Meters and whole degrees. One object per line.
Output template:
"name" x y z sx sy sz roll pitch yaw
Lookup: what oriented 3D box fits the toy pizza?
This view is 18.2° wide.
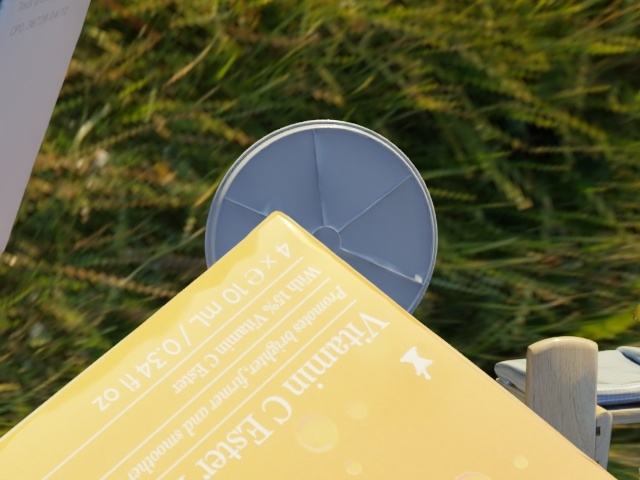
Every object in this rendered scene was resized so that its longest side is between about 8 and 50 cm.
"toy pizza" 0.000 0.000 1.666 0.201 0.032 0.201 -2 96 -16

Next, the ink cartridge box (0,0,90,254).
"ink cartridge box" -0.128 -0.176 0.604 0.176 0.069 0.371 32 118 14

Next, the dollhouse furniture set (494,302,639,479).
"dollhouse furniture set" 0.228 0.067 1.585 0.286 0.303 0.198 -2 100 -17

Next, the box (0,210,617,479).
"box" 0.027 0.190 0.879 0.345 0.168 0.215 38 53 15
